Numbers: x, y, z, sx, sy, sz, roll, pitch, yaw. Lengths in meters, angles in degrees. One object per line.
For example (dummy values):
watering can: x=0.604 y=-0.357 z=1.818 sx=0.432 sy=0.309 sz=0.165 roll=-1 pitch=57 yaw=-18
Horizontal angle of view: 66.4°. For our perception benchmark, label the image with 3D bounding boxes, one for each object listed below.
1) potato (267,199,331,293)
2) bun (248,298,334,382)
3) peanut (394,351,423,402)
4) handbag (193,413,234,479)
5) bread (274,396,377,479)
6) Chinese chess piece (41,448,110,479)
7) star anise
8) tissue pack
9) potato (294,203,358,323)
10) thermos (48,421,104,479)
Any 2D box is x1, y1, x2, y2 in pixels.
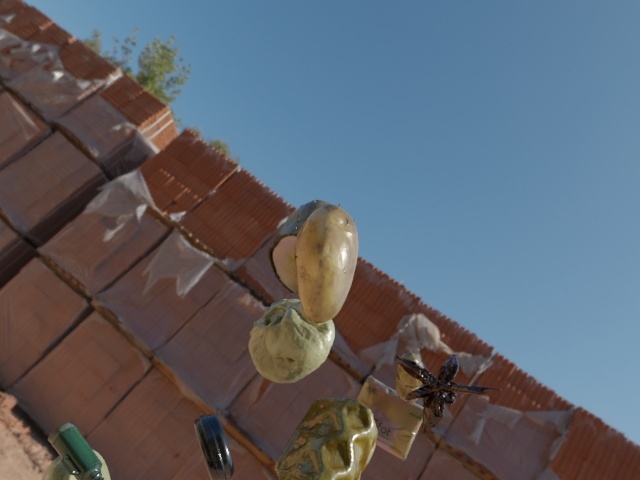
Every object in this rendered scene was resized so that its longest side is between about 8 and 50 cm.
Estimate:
potato: x=0.000 y=0.000 z=1.312 sx=0.229 sy=0.266 sz=0.229 roll=15 pitch=-47 yaw=16
bun: x=-0.098 y=0.268 z=1.365 sx=0.160 sy=0.259 sz=0.259 roll=44 pitch=-16 yaw=-34
peanut: x=0.271 y=0.419 z=1.481 sx=0.089 sy=0.089 sz=0.193 roll=30 pitch=-41 yaw=34
handbag: x=-0.388 y=0.766 z=1.794 sx=0.254 sy=0.092 sz=0.308 roll=64 pitch=-22 yaw=21
bread: x=0.020 y=0.532 z=1.202 sx=0.238 sy=0.252 sz=0.196 roll=-20 pitch=-66 yaw=49
Chinese chess piece: x=-0.735 y=0.764 z=1.481 sx=0.250 sy=0.101 sz=0.251 roll=162 pitch=-90 yaw=-90
star anise: x=0.241 y=0.281 z=0.942 sx=0.144 sy=0.140 sz=0.159 roll=121 pitch=-41 yaw=-66
tissue pack: x=0.247 y=0.664 z=1.846 sx=0.256 sy=0.215 sz=0.123 roll=26 pitch=-9 yaw=17
potato: x=0.007 y=0.044 z=1.004 sx=0.127 sy=0.161 sz=0.235 roll=0 pitch=-85 yaw=30
thermos: x=-0.660 y=0.590 z=1.338 sx=0.187 sy=0.073 sz=0.083 roll=41 pitch=-29 yaw=18
